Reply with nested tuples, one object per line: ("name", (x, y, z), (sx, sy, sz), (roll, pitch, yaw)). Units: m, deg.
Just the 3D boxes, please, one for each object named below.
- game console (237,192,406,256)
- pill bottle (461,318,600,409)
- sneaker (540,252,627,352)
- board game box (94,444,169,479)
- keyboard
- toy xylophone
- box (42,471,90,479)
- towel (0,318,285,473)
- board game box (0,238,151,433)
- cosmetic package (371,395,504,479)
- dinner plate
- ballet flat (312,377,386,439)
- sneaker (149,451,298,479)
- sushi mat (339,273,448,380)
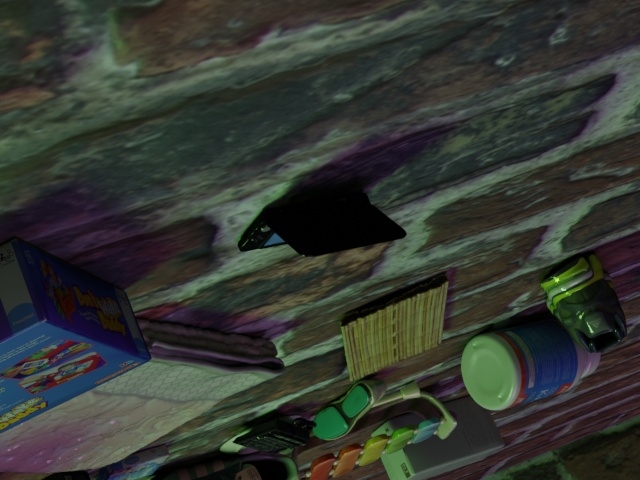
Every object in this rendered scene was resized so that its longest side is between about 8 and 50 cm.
("game console", (0.000, 0.000, 1.295), (0.122, 0.071, 0.107), (-10, 157, -33))
("pill bottle", (0.343, 0.192, 2.163), (0.222, 0.124, 0.124), (-9, 157, -37))
("sneaker", (0.401, 0.113, 2.015), (0.111, 0.121, 0.300), (-27, 161, 13))
("board game box", (-0.275, 0.331, 1.969), (0.090, 0.020, 0.090), (-14, 159, -30))
("keyboard", (-0.060, 0.305, 2.103), (0.108, 0.023, 0.180), (-26, 162, 8))
("toy xylophone", (0.077, 0.337, 2.316), (0.323, 0.081, 0.236), (-22, 161, -6))
("box", (-0.392, 0.426, 1.890), (0.180, 0.147, 0.077), (-29, 161, 15))
("towel", (-0.241, 0.194, 1.580), (0.317, 0.053, 0.332), (-30, 160, 19))
("board game box", (-0.357, 0.131, 1.216), (0.347, 0.078, 0.233), (-26, 162, 7))
("cosmetic package", (0.221, 0.374, 2.538), (0.231, 0.117, 0.085), (-10, 156, -33))
("dinner plate", (-0.092, 0.314, 2.151), (0.141, 0.017, 0.141), (-21, 160, -8))
("ballet flat", (0.049, 0.267, 2.131), (0.052, 0.057, 0.168), (-20, 164, -43))
("sneaker", (-0.167, 0.392, 2.128), (0.131, 0.112, 0.319), (-29, 171, 38))
("sushi mat", (0.102, 0.124, 1.846), (0.151, 0.019, 0.316), (-21, 161, -4))
